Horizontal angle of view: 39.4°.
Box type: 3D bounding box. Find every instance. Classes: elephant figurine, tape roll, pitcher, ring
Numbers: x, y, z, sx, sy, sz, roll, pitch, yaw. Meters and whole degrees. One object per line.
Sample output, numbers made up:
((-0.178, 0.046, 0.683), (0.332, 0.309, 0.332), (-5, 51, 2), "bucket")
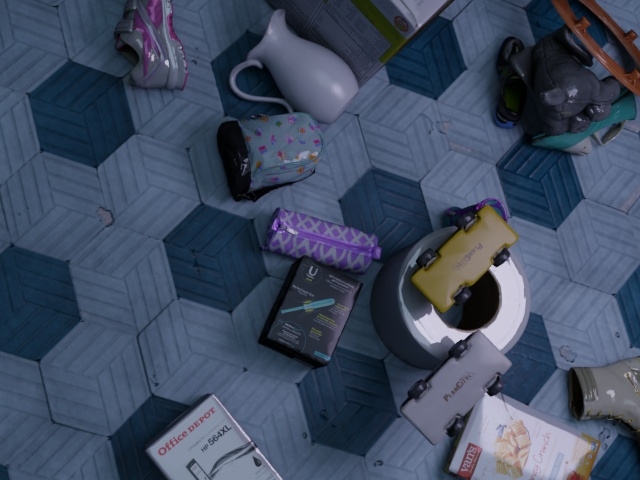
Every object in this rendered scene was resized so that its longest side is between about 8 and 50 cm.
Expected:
((0.447, -0.330, 1.702), (0.170, 0.186, 0.239), (-14, 66, -5), "elephant figurine")
((0.228, 0.107, 1.599), (0.246, 0.169, 0.246), (2, 79, -13), "tape roll")
((-0.049, -0.293, 1.646), (0.207, 0.125, 0.177), (41, 103, -1), "pitcher")
((0.558, -0.406, 1.741), (0.337, 0.032, 0.336), (30, 36, -25), "ring")

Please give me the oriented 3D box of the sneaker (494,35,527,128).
((0.384, -0.315, 1.765), (0.067, 0.078, 0.188), (9, 77, -9), "sneaker")

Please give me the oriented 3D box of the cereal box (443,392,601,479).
((0.365, 0.390, 1.617), (0.240, 0.047, 0.173), (25, 71, 2), "cereal box")

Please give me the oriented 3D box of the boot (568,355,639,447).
((0.558, 0.332, 1.683), (0.165, 0.077, 0.213), (-5, 75, -15), "boot")

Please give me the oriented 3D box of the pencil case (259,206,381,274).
((0.000, 0.000, 1.607), (0.206, 0.088, 0.086), (14, 71, -12), "pencil case")

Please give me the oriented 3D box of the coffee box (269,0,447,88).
((0.106, -0.537, 1.608), (0.338, 0.334, 0.337), (46, 72, -4), "coffee box")

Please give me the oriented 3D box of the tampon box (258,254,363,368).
((-0.019, 0.127, 1.570), (0.120, 0.101, 0.161), (27, 74, -7), "tampon box")

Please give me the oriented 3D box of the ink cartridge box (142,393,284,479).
((-0.177, 0.377, 1.491), (0.148, 0.086, 0.203), (-40, 91, -17), "ink cartridge box")

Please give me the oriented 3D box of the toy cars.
((0.220, 0.135, 1.463), (0.177, 0.087, 0.393), (6, 81, -7), "toy cars")

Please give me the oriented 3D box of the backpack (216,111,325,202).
((-0.082, -0.158, 1.605), (0.182, 0.115, 0.151), (-10, 79, -18), "backpack")

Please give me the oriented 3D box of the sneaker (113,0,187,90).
((-0.318, -0.384, 1.598), (0.111, 0.103, 0.252), (-13, 82, -17), "sneaker")

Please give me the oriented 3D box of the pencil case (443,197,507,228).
((0.282, -0.039, 1.648), (0.070, 0.152, 0.064), (35, 75, -13), "pencil case")

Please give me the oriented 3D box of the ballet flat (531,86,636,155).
((0.537, -0.220, 1.786), (0.247, 0.083, 0.087), (-28, 101, -15), "ballet flat")
